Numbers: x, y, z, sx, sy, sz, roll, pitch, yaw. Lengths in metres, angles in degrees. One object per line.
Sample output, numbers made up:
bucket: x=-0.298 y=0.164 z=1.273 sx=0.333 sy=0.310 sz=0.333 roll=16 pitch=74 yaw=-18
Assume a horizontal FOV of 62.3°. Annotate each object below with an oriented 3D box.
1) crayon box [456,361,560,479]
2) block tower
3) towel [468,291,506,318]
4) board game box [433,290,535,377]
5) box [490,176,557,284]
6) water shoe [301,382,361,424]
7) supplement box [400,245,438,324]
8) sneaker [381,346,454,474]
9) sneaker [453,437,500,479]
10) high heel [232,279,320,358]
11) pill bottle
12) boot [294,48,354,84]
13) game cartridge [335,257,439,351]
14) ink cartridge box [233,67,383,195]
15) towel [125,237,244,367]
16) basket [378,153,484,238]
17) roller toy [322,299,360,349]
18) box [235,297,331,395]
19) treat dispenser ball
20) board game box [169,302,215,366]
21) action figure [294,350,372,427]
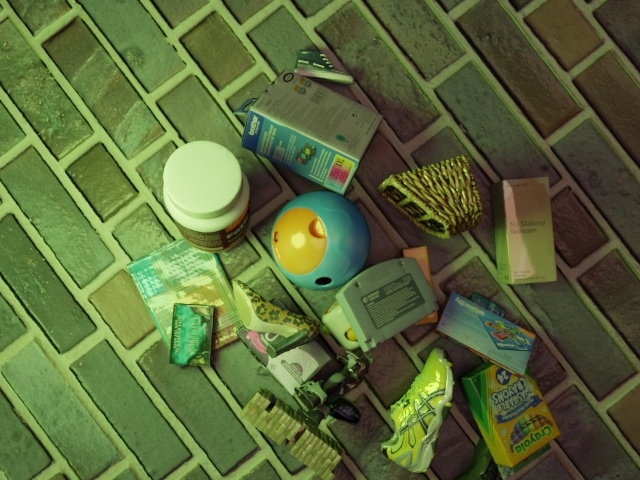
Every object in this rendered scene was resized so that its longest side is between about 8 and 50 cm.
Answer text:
crayon box: x=0.568 y=0.515 z=1.567 sx=0.203 sy=0.083 sz=0.322 roll=-22 pitch=84 yaw=-22
block tower: x=-0.080 y=0.586 z=1.617 sx=0.335 sy=0.091 sz=0.097 roll=39 pitch=91 yaw=0
towel: x=0.514 y=0.215 z=1.645 sx=0.119 sy=0.029 sz=0.067 roll=31 pitch=89 yaw=1
board game box: x=0.491 y=0.278 z=1.578 sx=0.281 sy=0.027 sz=0.145 roll=28 pitch=61 yaw=6
box: x=0.611 y=-0.029 z=1.600 sx=0.148 sy=0.121 sz=0.311 roll=-6 pitch=89 yaw=1
water shoe: x=0.033 y=0.498 z=1.621 sx=0.203 sy=0.080 sz=0.072 roll=23 pitch=89 yaw=1
supplement box: x=0.302 y=0.135 z=1.625 sx=0.078 sy=0.080 sz=0.233 roll=-8 pitch=88 yaw=2
sneaker: x=0.295 y=0.503 z=1.588 sx=0.147 sy=0.145 sz=0.384 roll=16 pitch=88 yaw=0
sneaker: x=0.498 y=0.708 z=1.590 sx=0.109 sy=0.130 sz=0.286 roll=32 pitch=89 yaw=3
high heel: x=-0.126 y=0.197 z=1.505 sx=0.186 sy=0.093 sz=0.261 roll=-18 pitch=63 yaw=-39
pill bottle: x=-0.306 y=-0.111 z=1.459 sx=0.224 sy=0.392 sz=0.224 roll=2 pitch=77 yaw=-7
boot: x=0.014 y=-0.539 z=1.638 sx=0.190 sy=0.069 sz=0.086 roll=9 pitch=92 yaw=2
game cartridge: x=0.188 y=0.163 z=1.485 sx=0.297 sy=0.062 sz=0.198 roll=-21 pitch=76 yaw=-34
ink cartridge box: x=-0.048 y=-0.334 z=1.534 sx=0.396 sy=0.151 sz=0.270 roll=27 pitch=45 yaw=0
towel: x=-0.409 y=0.179 z=1.651 sx=0.272 sy=0.040 sz=0.370 roll=-27 pitch=89 yaw=1
basket: x=0.308 y=-0.100 z=1.517 sx=0.223 sy=0.299 sz=0.213 roll=-17 pitch=91 yaw=-2
roller toy: x=0.116 y=0.223 z=1.566 sx=0.191 sy=0.209 sz=0.146 roll=-42 pitch=90 yaw=-25
box: x=-0.116 y=0.314 z=1.578 sx=0.163 sy=0.142 sz=0.247 roll=-41 pitch=89 yaw=-15
treat dispenser ball: x=0.000 y=0.000 z=1.524 sx=0.288 sy=0.288 sz=0.288 roll=0 pitch=89 yaw=1
board game box: x=-0.393 y=0.288 z=1.623 sx=0.126 sy=0.026 sz=0.186 roll=4 pitch=91 yaw=0
action figure: x=0.053 y=0.413 z=1.552 sx=0.099 sy=0.285 sz=0.185 roll=32 pitch=131 yaw=31
